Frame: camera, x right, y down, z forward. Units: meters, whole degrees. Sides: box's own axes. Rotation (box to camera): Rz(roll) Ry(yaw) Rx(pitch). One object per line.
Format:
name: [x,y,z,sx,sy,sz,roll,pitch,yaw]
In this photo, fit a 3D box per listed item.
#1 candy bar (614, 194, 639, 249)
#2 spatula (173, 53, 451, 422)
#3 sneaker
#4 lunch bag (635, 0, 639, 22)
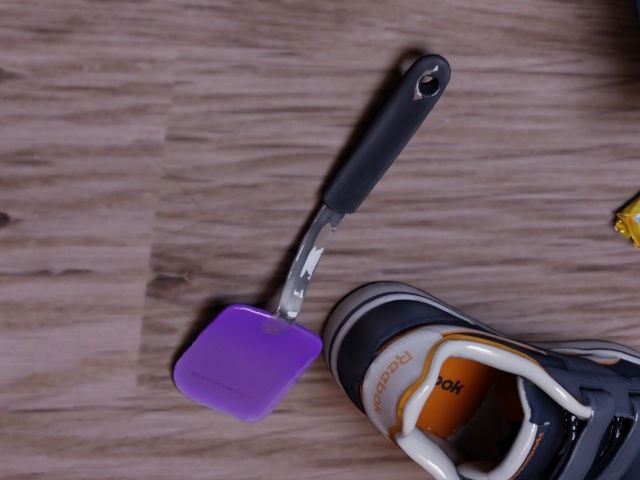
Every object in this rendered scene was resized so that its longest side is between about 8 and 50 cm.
candy bar: [0.274,-0.052,1.379,0.161,0.018,0.040,-39,122,3]
spatula: [0.000,0.000,1.304,0.084,0.030,0.296,24,108,-26]
sneaker: [0.155,0.132,1.376,0.321,0.127,0.126,17,109,-28]
lunch bag: [0.346,-0.184,1.228,0.293,0.138,0.221,-15,122,5]
